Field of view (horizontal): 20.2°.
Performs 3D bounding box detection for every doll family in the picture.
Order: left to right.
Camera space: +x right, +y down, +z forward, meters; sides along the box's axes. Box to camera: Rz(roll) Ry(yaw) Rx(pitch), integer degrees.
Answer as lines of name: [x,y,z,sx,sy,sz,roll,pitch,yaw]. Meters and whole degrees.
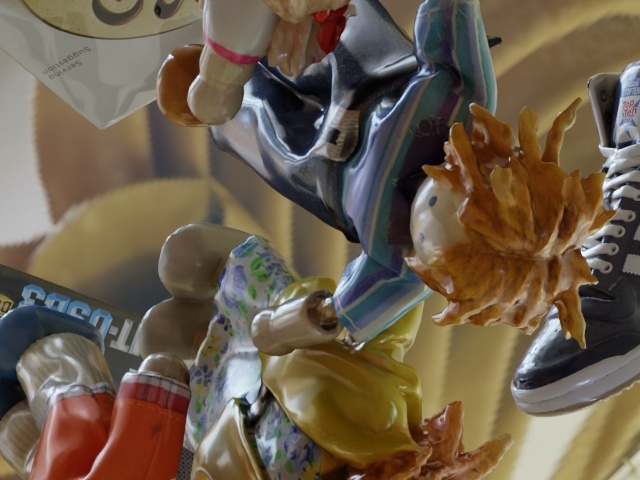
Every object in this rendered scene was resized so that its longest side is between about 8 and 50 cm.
doll family: [0.000,0.000,0.449,0.163,0.118,0.263,46,-54,57]

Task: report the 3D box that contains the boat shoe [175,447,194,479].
boat shoe: [-0.106,0.279,1.471,0.127,0.158,0.340,-15,-99,7]

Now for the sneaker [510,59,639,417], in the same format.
sneaker: [0.198,-0.018,1.165,0.282,0.153,0.099,-39,-163,-27]

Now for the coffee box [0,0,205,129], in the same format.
coffee box: [-0.025,-0.193,0.732,0.297,0.168,0.119,-27,-127,16]

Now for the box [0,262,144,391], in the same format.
box: [-0.271,0.066,1.265,0.293,0.295,0.073,2,-104,37]
